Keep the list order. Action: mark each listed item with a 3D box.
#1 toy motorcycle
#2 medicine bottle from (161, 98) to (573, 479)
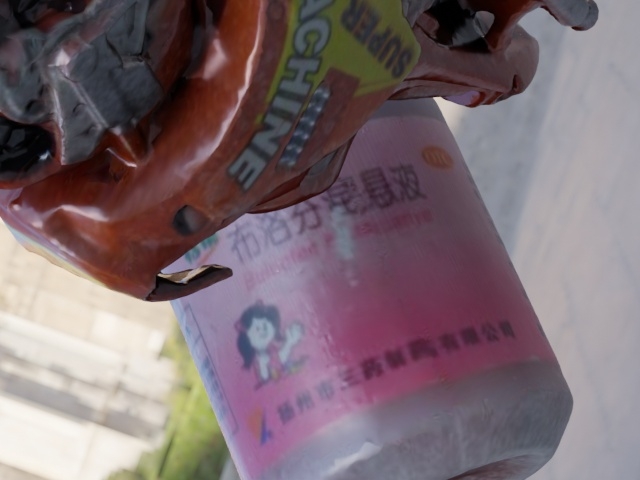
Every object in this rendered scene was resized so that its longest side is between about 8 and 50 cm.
[{"bbox_3d":[-0.013,-0.074,0.579,0.298,0.089,0.171,-28,-40,-38],"label":"toy motorcycle"},{"bbox_3d":[0.000,0.000,0.785,0.147,0.147,0.247,116,134,-65],"label":"medicine bottle"}]
